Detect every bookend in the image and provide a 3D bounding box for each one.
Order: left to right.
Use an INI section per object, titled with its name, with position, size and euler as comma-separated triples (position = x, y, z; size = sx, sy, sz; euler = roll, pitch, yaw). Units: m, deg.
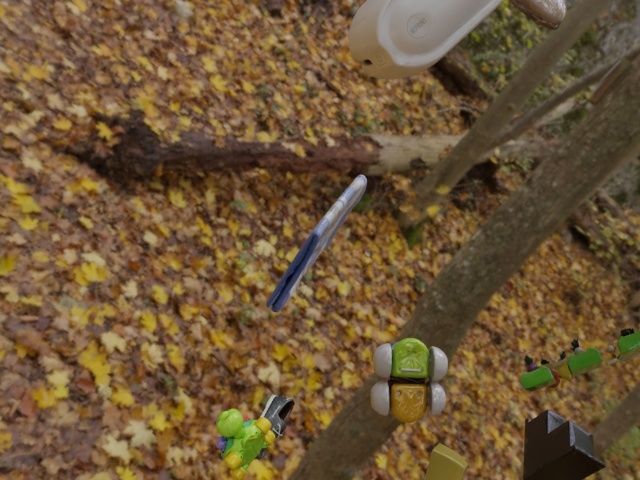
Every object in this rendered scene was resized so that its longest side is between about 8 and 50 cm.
[bookend]
position = 0.498, 0.415, 1.252
size = 0.072, 0.156, 0.157
euler = 30, 39, -4

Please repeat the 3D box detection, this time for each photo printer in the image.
[photo printer]
position = 0.164, -0.328, 0.762
size = 0.107, 0.307, 0.256
euler = 46, 11, -15

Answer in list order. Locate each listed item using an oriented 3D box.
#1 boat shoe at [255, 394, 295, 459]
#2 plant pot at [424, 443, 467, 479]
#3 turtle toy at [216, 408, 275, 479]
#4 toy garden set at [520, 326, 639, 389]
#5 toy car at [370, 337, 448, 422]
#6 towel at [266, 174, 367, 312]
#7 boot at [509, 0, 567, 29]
[boat shoe]
position = -0.149, 0.575, 1.873
size = 0.079, 0.084, 0.233
euler = 6, 35, 18
[plant pot]
position = 0.312, 0.559, 1.486
size = 0.083, 0.081, 0.081
euler = 17, 1, 24
[turtle toy]
position = -0.129, 0.314, 0.967
size = 0.066, 0.095, 0.130
euler = 29, -32, 27
[toy garden set]
position = 0.414, 0.158, 0.892
size = 0.204, 0.244, 0.049
euler = 35, 33, -62
[toy car]
position = 0.191, 0.300, 1.340
size = 0.159, 0.182, 0.136
euler = 3, 3, -1
[towel]
position = 0.000, 0.000, 1.164
size = 0.034, 0.209, 0.285
euler = 34, 33, 3
[boot]
position = 0.140, -0.182, 0.348
size = 0.042, 0.087, 0.118
euler = 20, 38, -18
